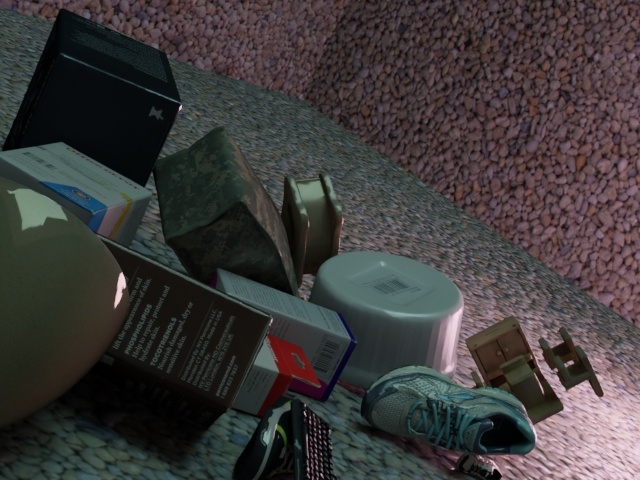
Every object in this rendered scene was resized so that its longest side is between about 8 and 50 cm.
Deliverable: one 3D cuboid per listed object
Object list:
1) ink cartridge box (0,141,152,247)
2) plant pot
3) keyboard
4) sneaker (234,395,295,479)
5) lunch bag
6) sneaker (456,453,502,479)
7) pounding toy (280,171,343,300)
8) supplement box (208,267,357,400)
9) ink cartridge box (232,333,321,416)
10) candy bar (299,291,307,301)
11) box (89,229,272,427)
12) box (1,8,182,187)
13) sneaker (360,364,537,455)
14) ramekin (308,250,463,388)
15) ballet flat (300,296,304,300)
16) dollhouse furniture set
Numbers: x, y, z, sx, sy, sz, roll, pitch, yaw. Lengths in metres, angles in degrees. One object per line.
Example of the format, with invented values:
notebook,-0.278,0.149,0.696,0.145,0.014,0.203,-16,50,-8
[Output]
ink cartridge box,-0.384,-0.025,1.870,0.171,0.168,0.233,30,14,9
plant pot,-0.370,0.092,1.360,0.284,0.284,0.191,26,48,-4
keyboard,0.001,0.287,1.600,0.108,0.023,0.180,51,21,-33
sneaker,-0.036,0.260,1.655,0.097,0.084,0.235,31,14,5
lunch bag,-0.137,0.002,2.084,0.287,0.169,0.235,56,9,-37
sneaker,0.245,0.347,1.970,0.083,0.032,0.037,17,17,-35
pounding toy,0.000,0.000,2.284,0.155,0.269,0.154,-7,38,-20
supplement box,-0.074,0.142,1.958,0.220,0.111,0.114,22,14,-21
ink cartridge box,-0.127,0.172,1.818,0.231,0.078,0.134,21,15,-22
candy bar,-0.091,0.086,2.328,0.161,0.018,0.040,21,18,-25
box,-0.268,0.087,1.599,0.381,0.143,0.191,27,-18,-4
box,-0.397,-0.188,2.181,0.212,0.293,0.395,22,14,-18
sneaker,0.201,0.265,1.946,0.283,0.110,0.122,9,15,-19
ramekin,0.105,0.126,2.151,0.277,0.135,0.277,10,22,-4
ballet flat,-0.107,0.078,2.234,0.188,0.070,0.070,30,14,12
dollhouse furniture set,0.346,0.258,2.171,0.161,0.212,0.242,62,2,-22
